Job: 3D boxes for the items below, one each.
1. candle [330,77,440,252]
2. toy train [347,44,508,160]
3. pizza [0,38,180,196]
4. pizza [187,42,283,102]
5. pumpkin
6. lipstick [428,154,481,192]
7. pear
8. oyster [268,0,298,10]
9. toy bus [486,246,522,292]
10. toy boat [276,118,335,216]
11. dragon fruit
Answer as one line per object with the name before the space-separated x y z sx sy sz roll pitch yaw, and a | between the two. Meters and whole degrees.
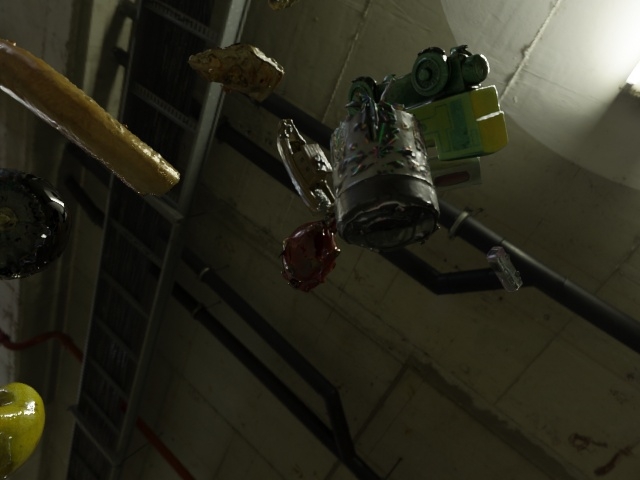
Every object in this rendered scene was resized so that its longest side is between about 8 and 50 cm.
candle | 0.111 -0.152 0.810 0.187 0.187 0.330 -22 -120 35
toy train | 0.216 -0.286 0.990 0.369 0.150 0.237 0 -71 51
pizza | -0.266 -0.134 0.476 0.271 0.134 0.056 34 -97 13
pizza | -0.253 -0.518 1.333 0.189 0.297 0.071 -27 -116 39
pumpkin | -0.645 -0.032 0.901 0.163 0.233 0.233 -14 -84 56
lipstick | 0.259 -0.159 1.071 0.253 0.077 0.079 -10 -50 14
pear | -0.668 0.394 0.876 0.200 0.200 0.199 10 -71 31
oyster | -0.003 -0.535 0.760 0.166 0.110 0.341 -7 -114 45
toy bus | 0.496 0.079 1.170 0.130 0.052 0.037 54 -22 -15
toy boat | -0.040 -0.220 1.280 0.121 0.089 0.321 -38 -105 48
dragon fruit | 0.000 0.000 0.977 0.246 0.125 0.125 -49 -128 -6
